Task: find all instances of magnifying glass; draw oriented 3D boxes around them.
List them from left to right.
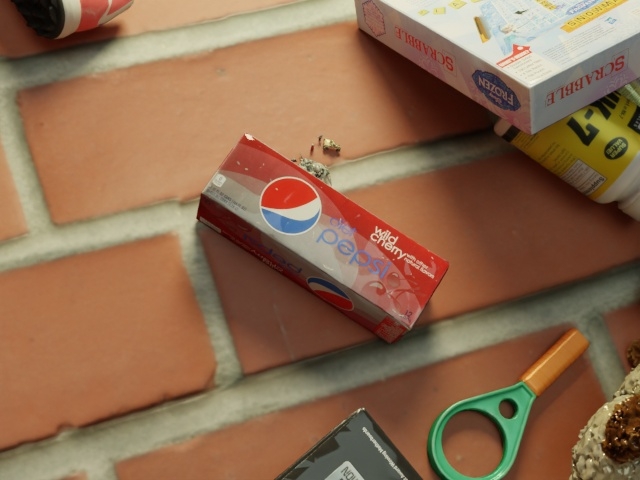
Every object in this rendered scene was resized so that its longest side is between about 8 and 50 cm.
[{"bbox_3d":[0.209,0.178,1.099,0.231,0.026,0.092,-39,82,-22],"label":"magnifying glass"}]

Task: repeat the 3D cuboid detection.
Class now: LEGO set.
[{"bbox_3d":[-0.008,-0.088,1.151,0.054,0.023,0.083,16,68,-5],"label":"LEGO set"}]

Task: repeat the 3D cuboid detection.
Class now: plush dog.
[{"bbox_3d":[0.346,0.199,1.037,0.225,0.262,0.210,-27,44,-29],"label":"plush dog"}]

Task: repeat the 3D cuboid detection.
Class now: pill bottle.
[{"bbox_3d":[0.319,-0.118,1.179,0.208,0.119,0.119,34,67,2],"label":"pill bottle"}]

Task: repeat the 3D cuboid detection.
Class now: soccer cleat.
[{"bbox_3d":[-0.336,-0.368,1.156,0.116,0.108,0.318,-25,74,-40],"label":"soccer cleat"}]

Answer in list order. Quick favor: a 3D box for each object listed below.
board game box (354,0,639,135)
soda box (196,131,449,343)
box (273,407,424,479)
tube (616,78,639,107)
[{"bbox_3d":[0.255,-0.274,1.164,0.318,0.066,0.318,-27,44,-19],"label":"board game box"},{"bbox_3d":[0.000,0.000,1.089,0.263,0.083,0.092,33,68,1],"label":"soda box"},{"bbox_3d":[0.044,0.357,0.971,0.242,0.076,0.307,-37,82,-22],"label":"box"},{"bbox_3d":[0.427,-0.120,1.239,0.240,0.062,0.070,45,112,0],"label":"tube"}]
